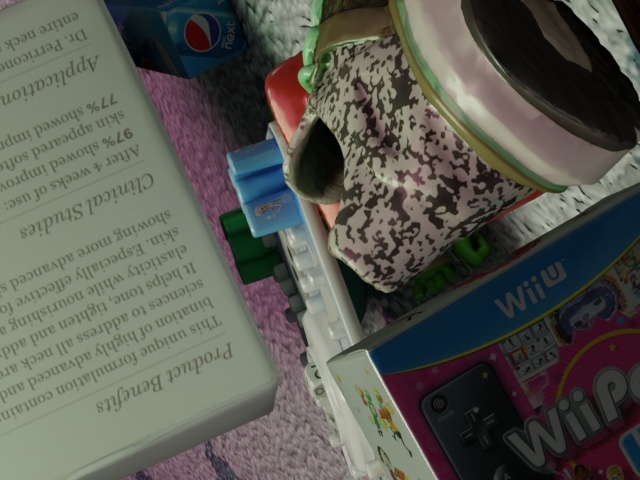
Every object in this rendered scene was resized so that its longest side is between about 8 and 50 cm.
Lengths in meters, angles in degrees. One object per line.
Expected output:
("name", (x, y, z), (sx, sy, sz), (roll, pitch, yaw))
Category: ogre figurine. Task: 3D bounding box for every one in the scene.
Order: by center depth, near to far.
("ogre figurine", (0.048, -0.023, 1.496), (0.118, 0.097, 0.197), (47, -177, -18))

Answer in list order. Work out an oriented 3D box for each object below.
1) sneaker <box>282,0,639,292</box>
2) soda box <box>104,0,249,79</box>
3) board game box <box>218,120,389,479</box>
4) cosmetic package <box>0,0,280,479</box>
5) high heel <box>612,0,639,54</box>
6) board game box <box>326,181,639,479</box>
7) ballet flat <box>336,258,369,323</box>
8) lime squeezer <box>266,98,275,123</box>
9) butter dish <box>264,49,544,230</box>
("sneaker", (0.032, -0.112, 1.044), (0.158, 0.182, 0.410), (39, -163, -22))
("soda box", (-0.144, -0.204, 1.786), (0.210, 0.067, 0.071), (22, 138, 65))
("board game box", (0.004, 0.124, 1.520), (0.390, 0.050, 0.390), (120, 130, -82))
("cosmetic package", (-0.264, 0.033, 1.712), (0.327, 0.329, 0.394), (108, 138, -81))
("high heel", (0.109, -0.152, 0.921), (0.377, 0.181, 0.127), (59, 165, -12))
("board game box", (0.177, 0.148, 1.161), (0.303, 0.224, 0.097), (60, 164, 0))
("ballet flat", (0.000, 0.000, 1.726), (0.070, 0.070, 0.188), (39, 148, 51))
("lime squeezer", (-0.044, -0.014, 1.824), (0.110, 0.059, 0.310), (55, 163, 18))
("butter dish", (0.062, -0.082, 1.307), (0.160, 0.160, 0.118), (63, -174, -8))
